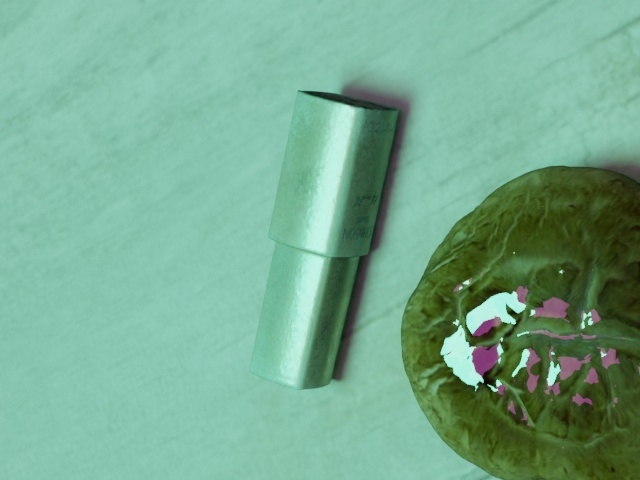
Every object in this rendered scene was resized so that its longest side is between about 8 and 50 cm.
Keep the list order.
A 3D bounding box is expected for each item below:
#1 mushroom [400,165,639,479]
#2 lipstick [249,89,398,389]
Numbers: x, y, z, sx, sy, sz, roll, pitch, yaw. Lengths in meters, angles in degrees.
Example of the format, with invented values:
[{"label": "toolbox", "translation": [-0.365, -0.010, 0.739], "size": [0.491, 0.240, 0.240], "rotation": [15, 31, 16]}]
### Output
[{"label": "mushroom", "translation": [0.198, 0.077, 1.484], "size": [0.278, 0.146, 0.278], "rotation": [-2, 81, 12]}, {"label": "lipstick", "translation": [0.000, 0.000, 1.650], "size": [0.077, 0.079, 0.252], "rotation": [17, 102, 29]}]
